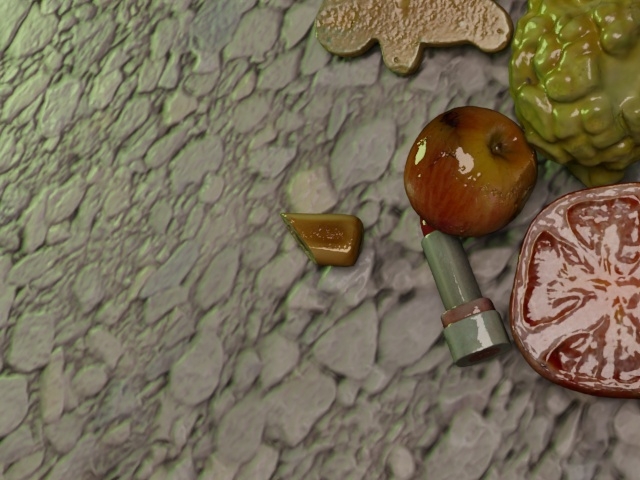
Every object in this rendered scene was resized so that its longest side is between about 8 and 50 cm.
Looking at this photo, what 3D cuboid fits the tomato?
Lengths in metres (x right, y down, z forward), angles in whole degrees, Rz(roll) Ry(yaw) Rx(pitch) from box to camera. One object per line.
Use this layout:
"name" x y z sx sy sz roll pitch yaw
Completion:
"tomato" 0.307 0.058 0.985 0.237 0.095 0.236 -2 77 10

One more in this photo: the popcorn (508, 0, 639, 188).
"popcorn" 0.300 -0.177 0.993 0.181 0.216 0.235 9 50 41

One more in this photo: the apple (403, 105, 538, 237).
"apple" 0.161 -0.076 1.026 0.147 0.146 0.146 -4 76 14

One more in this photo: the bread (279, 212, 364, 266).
"bread" -0.001 0.001 1.103 0.103 0.049 0.062 2 69 16

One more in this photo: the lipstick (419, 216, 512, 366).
"lipstick" 0.148 0.041 1.054 0.063 0.057 0.186 -23 66 13

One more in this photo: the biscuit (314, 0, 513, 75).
"biscuit" 0.105 -0.273 1.143 0.234 0.030 0.153 -10 82 19
